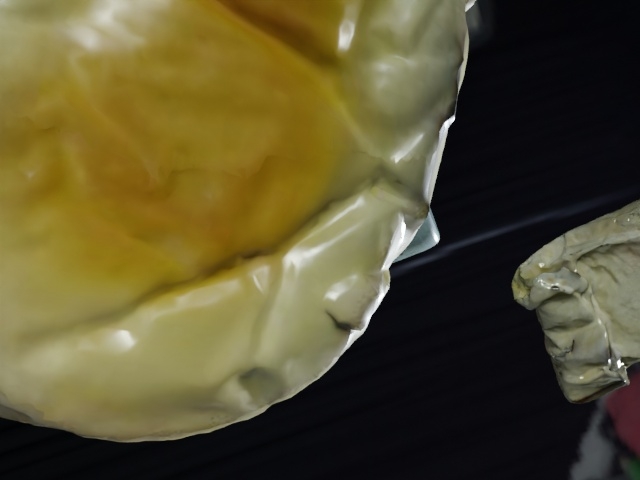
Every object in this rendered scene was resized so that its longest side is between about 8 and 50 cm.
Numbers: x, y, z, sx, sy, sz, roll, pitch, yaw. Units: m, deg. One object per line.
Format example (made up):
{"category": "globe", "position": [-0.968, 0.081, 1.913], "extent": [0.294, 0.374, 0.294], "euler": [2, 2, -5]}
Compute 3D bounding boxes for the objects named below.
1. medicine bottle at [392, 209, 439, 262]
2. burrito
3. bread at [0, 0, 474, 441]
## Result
{"category": "medicine bottle", "position": [0.000, 0.000, 1.354], "extent": [0.090, 0.216, 0.090], "euler": [-21, 90, -84]}
{"category": "burrito", "position": [0.343, 0.013, 1.306], "extent": [0.175, 0.348, 0.107], "euler": [47, 17, -30]}
{"category": "bread", "position": [-0.043, -0.113, 0.552], "extent": [0.183, 0.236, 0.388], "euler": [10, -105, 63]}
